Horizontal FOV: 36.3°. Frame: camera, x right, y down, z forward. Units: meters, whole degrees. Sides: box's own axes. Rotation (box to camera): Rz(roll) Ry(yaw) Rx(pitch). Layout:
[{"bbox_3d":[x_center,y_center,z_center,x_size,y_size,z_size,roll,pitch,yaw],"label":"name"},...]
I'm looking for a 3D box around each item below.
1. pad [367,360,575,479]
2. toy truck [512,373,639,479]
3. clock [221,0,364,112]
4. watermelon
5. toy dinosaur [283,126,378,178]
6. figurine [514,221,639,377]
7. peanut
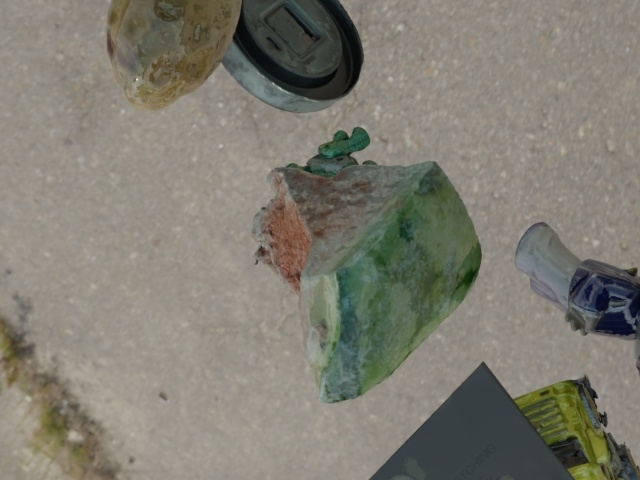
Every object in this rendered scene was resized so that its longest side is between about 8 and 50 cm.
[{"bbox_3d":[0.101,0.204,0.750,0.190,0.004,0.127,-50,56,21],"label":"pad"},{"bbox_3d":[0.254,0.264,0.944,0.124,0.157,0.272,-26,131,16],"label":"toy truck"},{"bbox_3d":[-0.046,-0.269,1.279,0.226,0.226,0.049,43,137,-10],"label":"clock"},{"bbox_3d":[0.024,-0.004,0.564,0.121,0.158,0.098,-21,124,-7],"label":"watermelon"},{"bbox_3d":[0.007,-0.069,0.987,0.132,0.096,0.059,15,132,59],"label":"toy dinosaur"},{"bbox_3d":[0.283,0.065,0.833,0.274,0.133,0.194,36,167,23],"label":"figurine"},{"bbox_3d":[-0.084,-0.189,0.602,0.086,0.104,0.227,17,113,9],"label":"peanut"}]
